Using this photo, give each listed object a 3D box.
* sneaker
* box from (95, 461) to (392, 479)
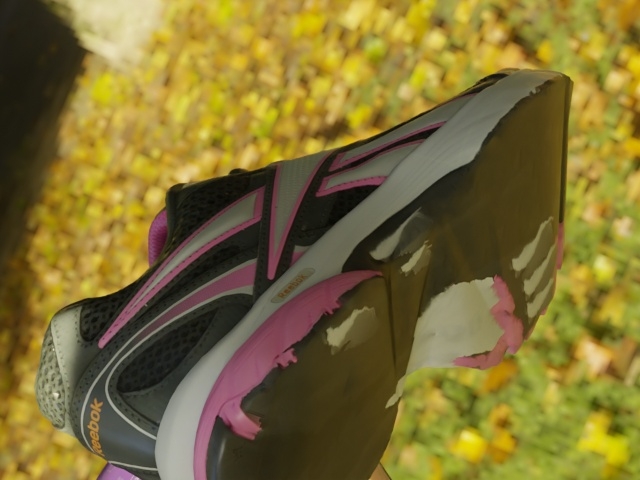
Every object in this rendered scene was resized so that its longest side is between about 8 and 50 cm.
[{"bbox_3d":[0.000,0.000,0.469,0.178,0.077,0.072,-34,-46,-51],"label":"sneaker"},{"bbox_3d":[0.007,0.205,0.578,0.057,0.293,0.201,-12,32,39],"label":"box"}]
